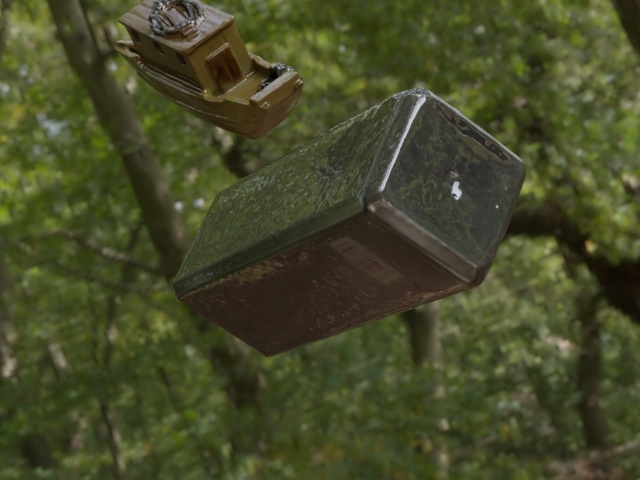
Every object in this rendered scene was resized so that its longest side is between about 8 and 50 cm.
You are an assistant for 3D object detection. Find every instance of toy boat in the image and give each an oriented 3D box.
[{"bbox_3d":[-0.081,-0.126,1.033,0.057,0.200,0.077,-38,-50,-18],"label":"toy boat"}]

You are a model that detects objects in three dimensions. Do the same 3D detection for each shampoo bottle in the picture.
[{"bbox_3d":[0.000,0.000,0.796,0.080,0.079,0.246,35,-29,-20],"label":"shampoo bottle"}]
